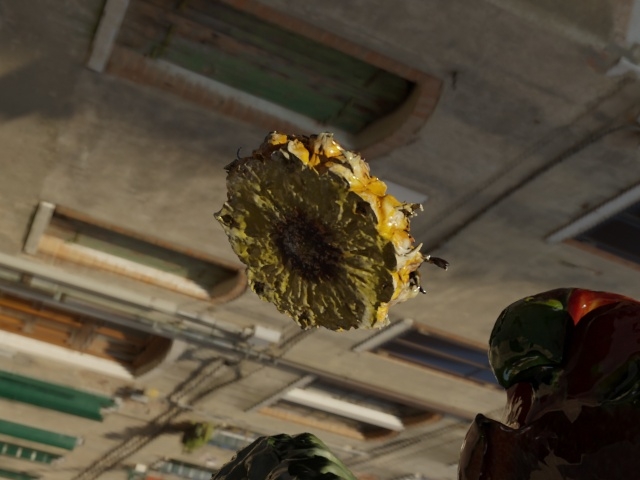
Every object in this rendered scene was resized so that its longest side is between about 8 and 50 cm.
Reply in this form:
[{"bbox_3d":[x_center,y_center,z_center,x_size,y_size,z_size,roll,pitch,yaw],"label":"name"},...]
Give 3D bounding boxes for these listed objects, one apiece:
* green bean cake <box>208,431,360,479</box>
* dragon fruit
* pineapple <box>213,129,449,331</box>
[{"bbox_3d":[-0.039,0.167,0.326,0.183,0.094,0.185,-42,-175,-7],"label":"green bean cake"},{"bbox_3d":[0.190,0.139,0.423,0.268,0.130,0.295,36,-47,29],"label":"dragon fruit"},{"bbox_3d":[0.000,0.000,0.731,0.047,0.221,0.221,-46,178,-40],"label":"pineapple"}]
